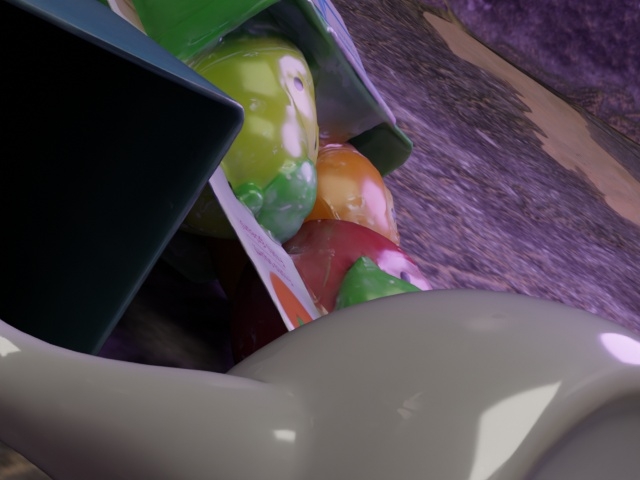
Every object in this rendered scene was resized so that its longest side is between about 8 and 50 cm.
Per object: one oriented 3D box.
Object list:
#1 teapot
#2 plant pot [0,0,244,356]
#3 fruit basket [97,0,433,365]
[{"bbox_3d":[0.013,0.128,0.602,0.187,0.256,0.252,10,18,38],"label":"teapot"},{"bbox_3d":[-0.186,-0.067,0.793,0.166,0.165,0.234,23,15,-43],"label":"plant pot"},{"bbox_3d":[0.000,0.000,0.940,0.353,0.165,0.327,54,3,26],"label":"fruit basket"}]
